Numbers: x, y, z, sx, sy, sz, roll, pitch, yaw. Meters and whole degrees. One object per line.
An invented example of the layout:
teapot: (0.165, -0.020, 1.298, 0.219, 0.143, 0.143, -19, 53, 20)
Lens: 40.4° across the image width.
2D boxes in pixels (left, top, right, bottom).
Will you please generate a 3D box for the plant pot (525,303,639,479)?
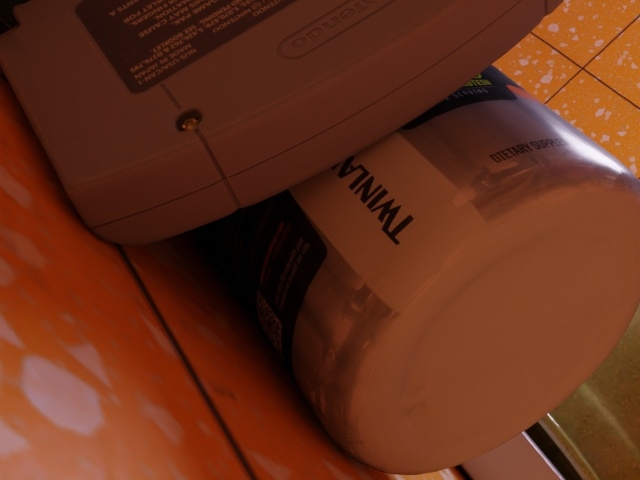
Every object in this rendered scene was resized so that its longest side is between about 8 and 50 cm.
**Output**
plant pot: (0.319, 0.159, 0.857, 0.276, 0.254, 0.276, 56, -8, 12)

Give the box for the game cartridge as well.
game cartridge: (-0.012, -0.125, 0.446, 0.198, 0.297, 0.062, 52, -9, 36)

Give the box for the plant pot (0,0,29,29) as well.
plant pot: (-0.178, -0.268, 0.544, 0.248, 0.247, 0.252, 39, 23, -59)

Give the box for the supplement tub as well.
supplement tub: (0.018, -0.044, 0.543, 0.207, 0.207, 0.338, 41, 7, -49)

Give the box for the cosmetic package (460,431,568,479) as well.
cosmetic package: (0.129, 0.154, 0.764, 0.239, 0.060, 0.099, 51, 2, 38)
